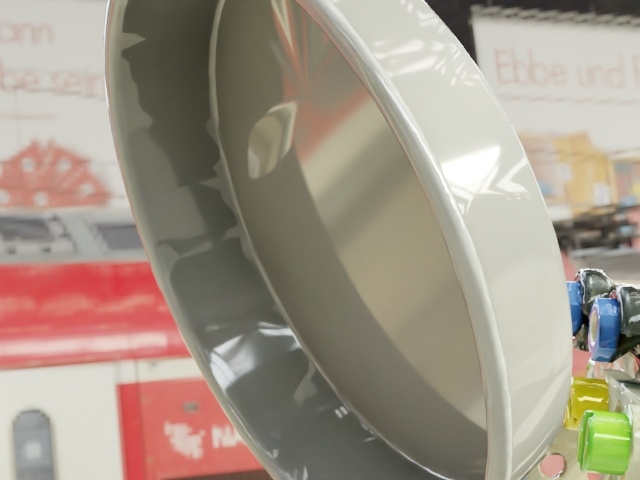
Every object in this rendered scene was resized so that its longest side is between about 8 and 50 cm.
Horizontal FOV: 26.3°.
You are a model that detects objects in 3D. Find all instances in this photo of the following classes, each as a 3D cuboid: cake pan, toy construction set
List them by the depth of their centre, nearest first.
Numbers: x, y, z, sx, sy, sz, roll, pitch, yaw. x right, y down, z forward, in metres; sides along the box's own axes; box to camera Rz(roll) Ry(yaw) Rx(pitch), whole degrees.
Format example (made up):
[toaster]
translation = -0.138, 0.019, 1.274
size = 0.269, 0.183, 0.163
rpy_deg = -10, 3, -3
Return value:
[cake pan]
translation = 0.000, 0.000, 0.583
size = 0.054, 0.293, 0.293
rpy_deg = -25, 0, -26
[toy construction set]
translation = 0.165, 0.128, 0.740
size = 0.151, 0.215, 0.328
rpy_deg = 3, 4, -14
